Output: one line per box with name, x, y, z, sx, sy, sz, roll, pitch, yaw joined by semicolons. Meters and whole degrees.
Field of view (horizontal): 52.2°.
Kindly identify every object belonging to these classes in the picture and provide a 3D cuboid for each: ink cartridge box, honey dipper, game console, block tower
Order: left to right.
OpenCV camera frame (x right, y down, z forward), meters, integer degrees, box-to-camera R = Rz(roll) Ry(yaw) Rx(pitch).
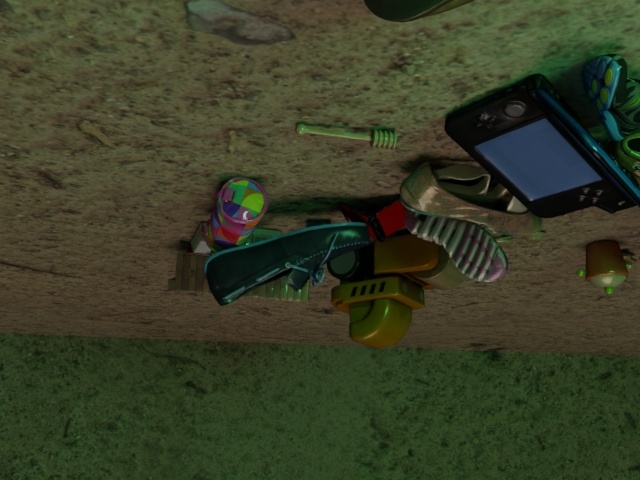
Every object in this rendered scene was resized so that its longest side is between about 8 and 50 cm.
ink cartridge box;-0.212;0.025;1.559;0.189;0.066;0.232;6;156;-19
block tower;-0.194;0.088;1.589;0.336;0.097;0.091;3;178;0
honey dipper;0.040;-0.167;1.034;0.161;0.030;0.030;6;161;-6
game console;0.119;-0.060;1.367;0.124;0.085;0.144;27;170;21
game console;0.350;-0.081;0.950;0.293;0.173;0.250;35;145;-30

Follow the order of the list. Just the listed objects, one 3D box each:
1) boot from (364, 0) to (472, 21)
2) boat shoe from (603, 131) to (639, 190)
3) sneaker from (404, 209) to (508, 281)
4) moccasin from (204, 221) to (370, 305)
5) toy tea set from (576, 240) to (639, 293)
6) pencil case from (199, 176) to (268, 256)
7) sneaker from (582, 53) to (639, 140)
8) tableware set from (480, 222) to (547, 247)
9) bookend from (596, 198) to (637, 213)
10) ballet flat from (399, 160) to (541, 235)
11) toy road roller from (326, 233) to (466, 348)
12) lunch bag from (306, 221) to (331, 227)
boot;0.192;-0.290;0.612;0.306;0.112;0.115;-14;-173;24
boat shoe;0.604;-0.115;1.054;0.308;0.110;0.104;2;162;-6
sneaker;0.280;-0.008;1.283;0.105;0.236;0.095;1;123;-48
moccasin;-0.059;0.052;1.332;0.342;0.116;0.138;-16;166;8
toy tea set;0.788;0.058;1.540;0.200;0.124;0.336;17;155;-40
pencil case;-0.175;-0.041;1.297;0.105;0.104;0.236;6;159;-18
sneaker;0.411;-0.203;0.891;0.078;0.067;0.188;-31;148;19
tableware set;0.441;-0.014;1.493;0.141;0.020;0.169;-5;162;21
bookend;0.498;-0.085;1.201;0.156;0.072;0.157;15;157;-38
ballet flat;0.298;-0.080;1.188;0.316;0.107;0.106;7;133;-25
toy road roller;0.182;0.126;1.560;0.330;0.240;0.203;-11;158;30
lunch bag;0.000;0.000;1.459;0.065;0.067;0.098;0;162;0
